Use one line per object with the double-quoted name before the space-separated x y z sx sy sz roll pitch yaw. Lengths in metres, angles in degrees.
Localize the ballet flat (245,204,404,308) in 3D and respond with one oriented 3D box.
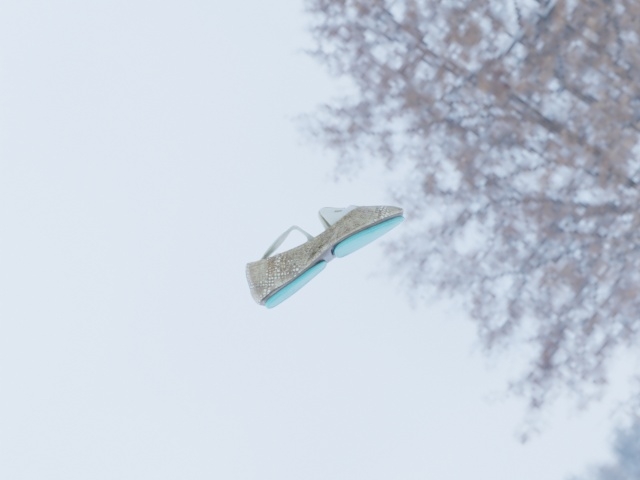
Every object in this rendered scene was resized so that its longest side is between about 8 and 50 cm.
"ballet flat" 0.000 0.000 1.376 0.206 0.067 0.073 -32 -15 -11
